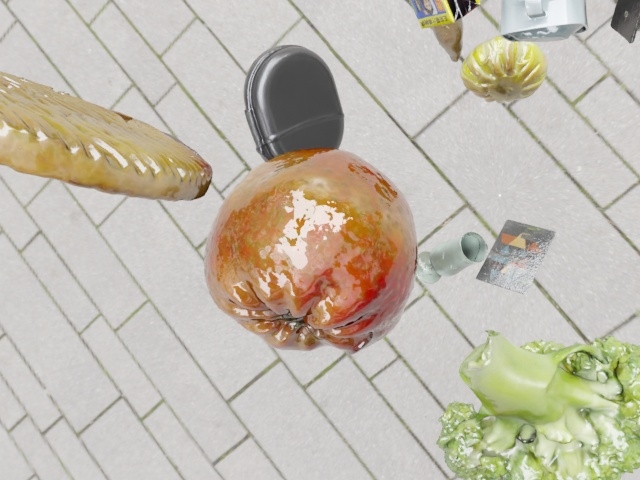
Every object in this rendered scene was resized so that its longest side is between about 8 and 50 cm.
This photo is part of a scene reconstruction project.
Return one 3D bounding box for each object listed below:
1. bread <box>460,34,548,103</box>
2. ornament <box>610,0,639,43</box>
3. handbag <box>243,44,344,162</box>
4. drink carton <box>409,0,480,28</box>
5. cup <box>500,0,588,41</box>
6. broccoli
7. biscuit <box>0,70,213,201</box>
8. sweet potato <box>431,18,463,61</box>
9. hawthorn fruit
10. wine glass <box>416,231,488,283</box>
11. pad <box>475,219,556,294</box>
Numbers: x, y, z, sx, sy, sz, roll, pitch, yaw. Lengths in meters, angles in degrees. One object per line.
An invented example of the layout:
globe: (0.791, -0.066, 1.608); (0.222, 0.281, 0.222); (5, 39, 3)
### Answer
bread: (0.453, -0.412, 1.511); (0.213, 0.213, 0.105); (-8, 67, 17)
ornament: (0.603, -0.380, 1.028); (0.203, 0.088, 0.081); (0, 132, -9)
handbag: (-0.061, -0.311, 1.465); (0.093, 0.254, 0.308); (12, 125, 53)
drink carton: (0.126, -0.345, 0.733); (0.056, 0.071, 0.166); (-37, 115, -12)
cup: (0.255, -0.299, 0.708); (0.095, 0.128, 0.129); (0, 100, 29)
broccoli: (0.256, 0.199, 0.766); (0.302, 0.186, 0.254); (21, 126, -10)
biscuit: (-0.242, -0.105, 0.510); (0.318, 0.318, 0.040); (23, 100, 14)
sweet potato: (0.301, -0.492, 1.417); (0.077, 0.243, 0.077); (-12, 65, 27)
hawthorn fruit: (0.000, 0.000, 1.122); (0.403, 0.403, 0.403); (1, 94, 16)
wine glass: (0.365, 0.049, 1.717); (0.103, 0.231, 0.103); (7, 72, -22)
pad: (0.524, 0.039, 1.635); (0.143, 0.003, 0.211); (18, 64, 33)
